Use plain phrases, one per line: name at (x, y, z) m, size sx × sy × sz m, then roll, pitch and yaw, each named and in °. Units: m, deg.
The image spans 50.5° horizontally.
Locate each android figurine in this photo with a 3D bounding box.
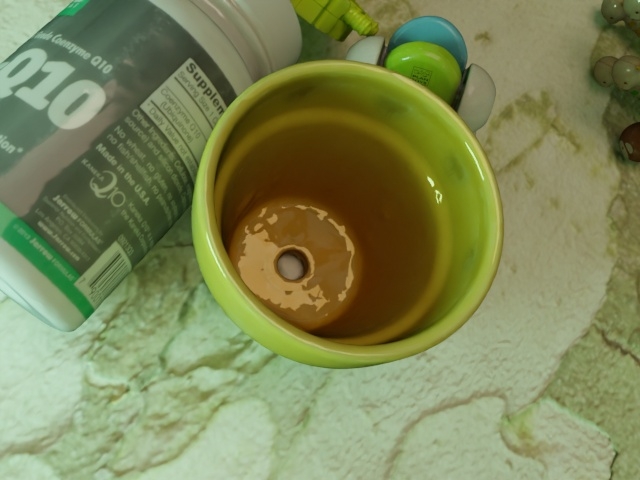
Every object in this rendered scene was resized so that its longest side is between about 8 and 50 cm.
android figurine at (-0.048, -0.311, 0.738) m, size 0.273 × 0.248 × 0.056 m, roll 40°, pitch 109°, yaw 1°

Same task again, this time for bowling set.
bowling set at (0.413, -0.213, 0.860) m, size 0.154 × 0.287 × 0.199 m, roll 30°, pitch 102°, yaw 0°

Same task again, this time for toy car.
toy car at (0.107, -0.170, 0.753) m, size 0.159 × 0.182 × 0.136 m, roll 18°, pitch 65°, yaw 5°

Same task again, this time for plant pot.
plant pot at (0.000, 0.000, 0.638) m, size 0.254 × 0.239 × 0.254 m, roll 5°, pitch 73°, yaw -15°

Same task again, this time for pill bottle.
pill bottle at (-0.189, -0.111, 0.634) m, size 0.204 × 0.204 × 0.361 m, roll 39°, pitch 67°, yaw -3°
